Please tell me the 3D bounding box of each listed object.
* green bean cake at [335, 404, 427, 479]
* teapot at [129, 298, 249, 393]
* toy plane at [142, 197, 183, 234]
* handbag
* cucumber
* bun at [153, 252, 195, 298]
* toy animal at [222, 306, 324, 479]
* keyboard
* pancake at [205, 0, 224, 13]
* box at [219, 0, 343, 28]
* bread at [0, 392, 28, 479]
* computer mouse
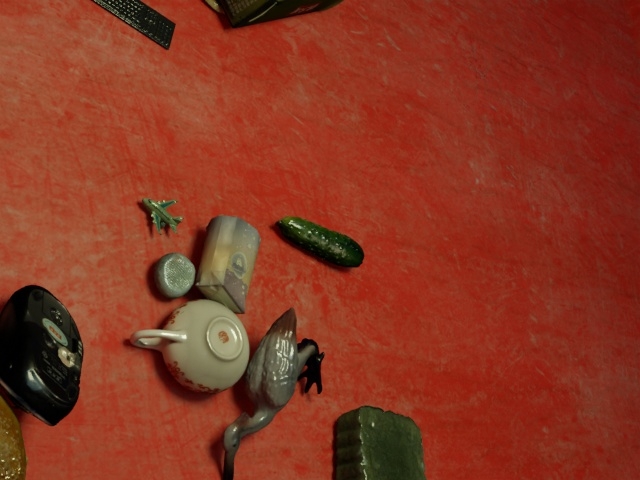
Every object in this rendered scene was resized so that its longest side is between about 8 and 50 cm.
[{"bbox_3d":[0.113,0.417,1.781,0.183,0.094,0.185,21,57,-38],"label":"green bean cake"},{"bbox_3d":[-0.200,0.173,1.570,0.245,0.116,0.159,20,70,-33],"label":"teapot"},{"bbox_3d":[-0.277,-0.046,1.633,0.083,0.033,0.080,36,50,-21],"label":"toy plane"},{"bbox_3d":[-0.165,0.035,1.669,0.117,0.095,0.173,65,29,-53],"label":"handbag"},{"bbox_3d":[0.000,0.000,1.877,0.227,0.069,0.069,25,55,-34],"label":"cucumber"},{"bbox_3d":[-0.251,0.060,1.601,0.083,0.045,0.083,18,63,-38],"label":"bun"},{"bbox_3d":[-0.083,0.252,1.624,0.324,0.090,0.195,-46,132,-46],"label":"toy animal"},{"bbox_3d":[-0.356,-0.431,1.743,0.202,0.011,0.067,30,54,-34],"label":"keyboard"},{"bbox_3d":[-0.211,-0.527,1.927,0.139,0.022,0.140,28,50,-40],"label":"pancake"},{"bbox_3d":[-0.125,-0.677,1.981,0.373,0.138,0.420,-32,97,-55],"label":"box"},{"bbox_3d":[-0.477,0.322,1.152,0.192,0.171,0.314,56,43,-6],"label":"bread"},{"bbox_3d":[-0.406,0.165,1.326,0.137,0.096,0.233,48,14,-30],"label":"computer mouse"}]
